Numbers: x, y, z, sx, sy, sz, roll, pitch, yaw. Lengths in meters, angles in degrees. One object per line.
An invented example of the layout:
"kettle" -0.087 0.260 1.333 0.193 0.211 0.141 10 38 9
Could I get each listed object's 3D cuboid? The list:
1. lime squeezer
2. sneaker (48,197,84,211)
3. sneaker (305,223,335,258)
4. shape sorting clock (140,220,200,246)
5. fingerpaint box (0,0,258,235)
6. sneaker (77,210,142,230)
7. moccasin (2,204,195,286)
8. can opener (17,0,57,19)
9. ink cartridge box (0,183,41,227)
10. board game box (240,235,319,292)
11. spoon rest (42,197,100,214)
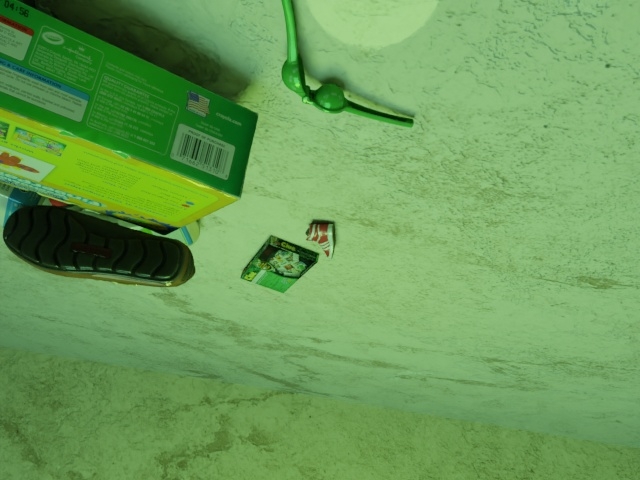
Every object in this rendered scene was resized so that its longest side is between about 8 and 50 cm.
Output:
"lime squeezer" 0.012 -0.250 0.854 0.110 0.059 0.310 -39 127 19
"sneaker" -0.520 -0.145 1.223 0.279 0.107 0.118 -15 122 36
"sneaker" 0.000 0.000 1.294 0.067 0.042 0.118 5 143 7
"shape sorting clock" -0.393 -0.052 1.363 0.206 0.040 0.206 7 142 6
"fingerpaint box" -0.387 -0.175 0.916 0.444 0.163 0.371 20 161 -29
"sneaker" -0.489 -0.027 1.267 0.212 0.080 0.094 -12 170 -24
"moccasin" -0.440 0.016 1.120 0.380 0.139 0.147 7 167 -1
"can opener" -0.453 -0.324 0.865 0.074 0.093 0.280 15 156 -6
"ink cartridge box" -0.695 -0.152 1.174 0.232 0.171 0.168 25 148 -22
"board game box" -0.114 0.070 1.481 0.136 0.030 0.259 20 151 -16
"spoon rest" -0.656 -0.069 1.398 0.276 0.084 0.137 -4 147 27
